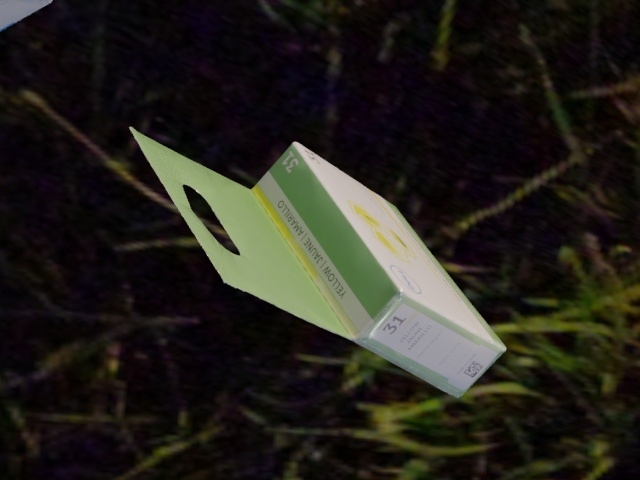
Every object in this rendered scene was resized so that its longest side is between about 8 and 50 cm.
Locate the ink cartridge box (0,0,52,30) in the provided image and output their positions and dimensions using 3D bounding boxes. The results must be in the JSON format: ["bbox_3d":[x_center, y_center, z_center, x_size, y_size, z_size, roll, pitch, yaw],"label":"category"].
[{"bbox_3d":[-0.362,-0.302,2.081,0.104,0.061,0.181,-28,29,6],"label":"ink cartridge box"}]

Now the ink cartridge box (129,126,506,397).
[{"bbox_3d":[0.000,0.000,1.203,0.056,0.235,0.171,-47,45,12],"label":"ink cartridge box"}]
